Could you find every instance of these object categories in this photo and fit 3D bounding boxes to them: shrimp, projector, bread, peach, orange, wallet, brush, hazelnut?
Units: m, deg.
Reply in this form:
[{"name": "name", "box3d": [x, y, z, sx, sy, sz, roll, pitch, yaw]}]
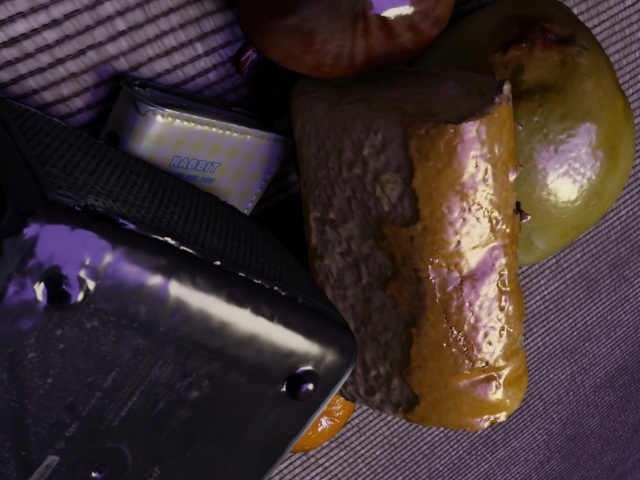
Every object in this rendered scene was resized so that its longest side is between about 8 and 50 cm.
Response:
[{"name": "shrimp", "box3d": [-0.060, -0.166, 1.217, 0.091, 0.025, 0.127, -14, 128, -44]}, {"name": "projector", "box3d": [-0.233, 0.127, 1.015, 0.405, 0.242, 0.395, 27, 106, -44]}, {"name": "bread", "box3d": [0.104, 0.003, 1.200, 0.165, 0.236, 0.375, -38, 128, -45]}, {"name": "peach", "box3d": [0.219, -0.126, 1.355, 0.281, 0.314, 0.315, -18, 178, -10]}, {"name": "orange", "box3d": [-0.035, 0.189, 1.484, 0.177, 0.155, 0.178, -31, 136, -36]}, {"name": "wallet", "box3d": [-0.180, -0.006, 1.182, 0.223, 0.077, 0.309, 6, 119, -50]}, {"name": "brush", "box3d": [0.000, 0.000, 1.368, 0.197, 0.123, 0.059, -31, 139, -31]}, {"name": "hazelnut", "box3d": [0.023, -0.249, 1.084, 0.210, 0.186, 0.210, -5, 154, -2]}]

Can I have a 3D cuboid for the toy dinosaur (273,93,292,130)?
[{"name": "toy dinosaur", "box3d": [-0.001, -0.146, 1.305, 0.106, 0.044, 0.187, -59, 152, -17]}]
